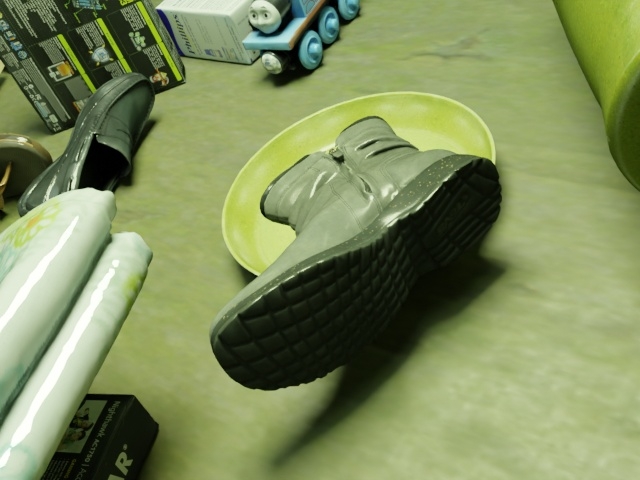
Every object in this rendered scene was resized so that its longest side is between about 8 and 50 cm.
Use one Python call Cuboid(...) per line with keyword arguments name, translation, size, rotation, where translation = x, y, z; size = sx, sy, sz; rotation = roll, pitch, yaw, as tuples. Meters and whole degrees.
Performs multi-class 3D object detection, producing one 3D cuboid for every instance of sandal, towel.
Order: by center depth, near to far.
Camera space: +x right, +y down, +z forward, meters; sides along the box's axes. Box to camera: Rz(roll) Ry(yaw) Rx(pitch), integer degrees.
Cuboid(name="towel", translation=(-0.280, 0.153, 0.536), size=(0.320, 0.090, 0.374), rotation=(-27, 31, 41))
Cuboid(name="sandal", translation=(-0.390, -0.053, 0.915), size=(0.219, 0.090, 0.060), rotation=(-15, 57, 9))

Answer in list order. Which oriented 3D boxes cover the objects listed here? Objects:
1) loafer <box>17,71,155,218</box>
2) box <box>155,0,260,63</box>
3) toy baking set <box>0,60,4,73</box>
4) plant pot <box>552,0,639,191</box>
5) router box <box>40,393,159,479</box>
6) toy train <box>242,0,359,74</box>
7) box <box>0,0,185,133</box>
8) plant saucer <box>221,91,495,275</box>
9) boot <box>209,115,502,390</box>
Cuboid(name="loafer", translation=(-0.227, -0.090, 0.882), size=(0.078, 0.076, 0.223), rotation=(8, 54, 26))
Cuboid(name="box", translation=(-0.107, -0.287, 1.032), size=(0.137, 0.072, 0.126), rotation=(17, 56, 38))
Cuboid(name="toy baking set", translation=(-0.527, -0.249, 1.159), size=(0.256, 0.030, 0.197), rotation=(38, 45, 2))
Cuboid(name="plant pot", translation=(0.306, -0.212, 0.560), size=(0.366, 0.366, 0.353), rotation=(-7, 54, 21))
Cuboid(name="router box", translation=(-0.208, 0.190, 0.582), size=(0.133, 0.046, 0.179), rotation=(-4, 44, 25))
Cuboid(name="toy train", translation=(-0.023, -0.269, 0.943), size=(0.080, 0.105, 0.184), rotation=(7, 49, 33))
Cuboid(name="box", translation=(-0.279, -0.236, 0.972), size=(0.184, 0.191, 0.045), rotation=(-22, 41, 5))
Cuboid(name="plant saucer", translation=(0.033, -0.040, 0.719), size=(0.241, 0.037, 0.241), rotation=(-14, 41, 12))
Cuboid(name="boot", translation=(0.000, 0.000, 0.617), size=(0.246, 0.083, 0.161), rotation=(-35, 34, -20))
